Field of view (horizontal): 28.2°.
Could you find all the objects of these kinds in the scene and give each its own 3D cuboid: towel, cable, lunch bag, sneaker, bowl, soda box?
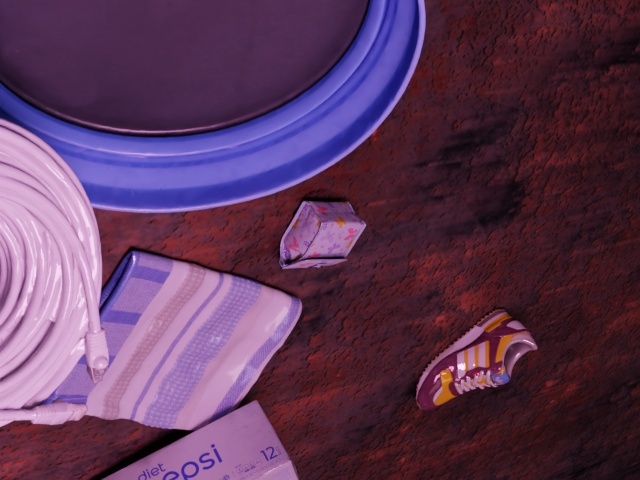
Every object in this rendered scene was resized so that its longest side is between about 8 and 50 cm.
[{"bbox_3d":[-0.157,0.122,1.403,0.285,0.034,0.209,20,109,-51],"label":"towel"},{"bbox_3d":[-0.289,0.026,0.976,0.257,0.089,0.257,-5,104,-38],"label":"cable"},{"bbox_3d":[0.000,0.000,1.423,0.071,0.053,0.083,1,133,-43],"label":"lunch bag"},{"bbox_3d":[0.216,0.181,1.776,0.185,0.084,0.069,-44,144,-2],"label":"sneaker"},{"bbox_3d":[-0.115,-0.168,1.000,0.391,0.077,0.391,-7,145,-5],"label":"bowl"},{"bbox_3d":[-0.171,0.303,1.472,0.286,0.098,0.091,-27,143,-9],"label":"soda box"}]
